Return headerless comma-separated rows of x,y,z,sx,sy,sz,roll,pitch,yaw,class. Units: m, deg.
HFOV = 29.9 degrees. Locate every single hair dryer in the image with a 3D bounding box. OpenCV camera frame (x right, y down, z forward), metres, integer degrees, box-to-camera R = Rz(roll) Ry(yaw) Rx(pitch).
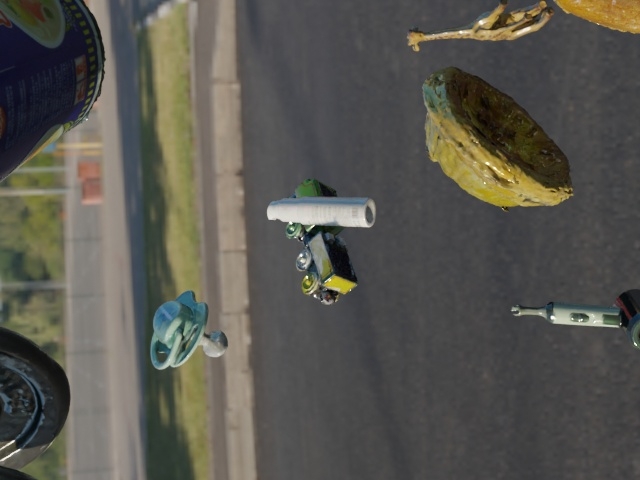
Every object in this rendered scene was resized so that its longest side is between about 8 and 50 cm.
0.345,0.100,1.550,0.100,0.197,0.057,-73,-14,-75,hair dryer

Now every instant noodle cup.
-0.371,-0.154,1.182,0.312,0.284,0.284,-45,-39,-62,instant noodle cup

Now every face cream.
-0.002,-0.033,1.369,0.034,0.130,0.034,-5,-84,-62,face cream

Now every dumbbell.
-0.286,0.183,0.933,0.290,0.192,0.192,-110,22,-46,dumbbell

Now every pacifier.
-0.193,0.147,1.798,0.127,0.116,0.150,-62,29,-6,pacifier

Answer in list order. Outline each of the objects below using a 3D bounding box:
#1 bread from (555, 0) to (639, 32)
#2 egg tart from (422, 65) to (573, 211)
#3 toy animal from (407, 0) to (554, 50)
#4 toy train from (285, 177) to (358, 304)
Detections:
0.437,-0.401,1.676,0.227,0.253,0.142,-53,28,37,bread
0.254,-0.137,1.816,0.115,0.290,0.290,-50,34,26,egg tart
0.292,-0.391,2.185,0.275,0.149,0.054,-7,84,39,toy animal
0.000,0.000,1.690,0.081,0.060,0.202,-41,46,27,toy train
